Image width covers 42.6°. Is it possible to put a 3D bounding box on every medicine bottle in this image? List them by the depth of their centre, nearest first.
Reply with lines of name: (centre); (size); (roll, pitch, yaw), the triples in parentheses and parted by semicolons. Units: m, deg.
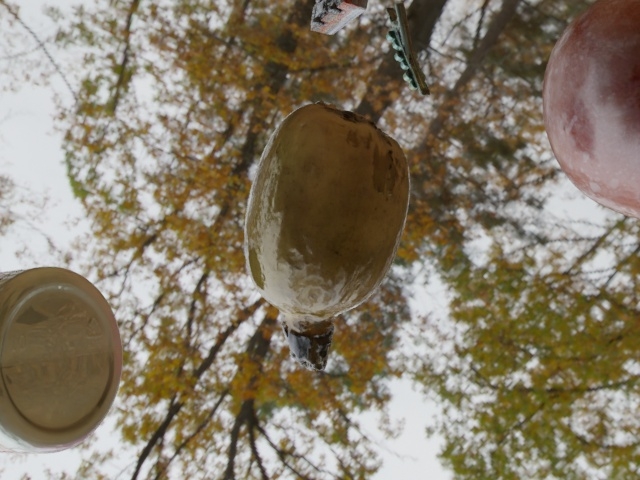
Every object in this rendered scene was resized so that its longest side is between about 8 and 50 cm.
medicine bottle: (-0.446, 0.170, 1.155); (0.252, 0.241, 0.252); (19, -112, -57)

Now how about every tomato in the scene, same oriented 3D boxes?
tomato: (0.366, -0.146, 0.838); (0.270, 0.270, 0.227); (40, -170, 12)

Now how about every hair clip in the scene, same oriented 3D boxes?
hair clip: (0.148, -0.316, 1.379); (0.049, 0.049, 0.173); (-4, -106, -45)

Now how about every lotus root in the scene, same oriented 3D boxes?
lotus root: (0.000, 0.000, 0.938); (0.183, 0.310, 0.183); (11, -170, -2)

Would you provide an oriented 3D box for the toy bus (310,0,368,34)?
toy bus: (0.037, -0.491, 1.731); (0.077, 0.065, 0.192); (8, 174, -22)
